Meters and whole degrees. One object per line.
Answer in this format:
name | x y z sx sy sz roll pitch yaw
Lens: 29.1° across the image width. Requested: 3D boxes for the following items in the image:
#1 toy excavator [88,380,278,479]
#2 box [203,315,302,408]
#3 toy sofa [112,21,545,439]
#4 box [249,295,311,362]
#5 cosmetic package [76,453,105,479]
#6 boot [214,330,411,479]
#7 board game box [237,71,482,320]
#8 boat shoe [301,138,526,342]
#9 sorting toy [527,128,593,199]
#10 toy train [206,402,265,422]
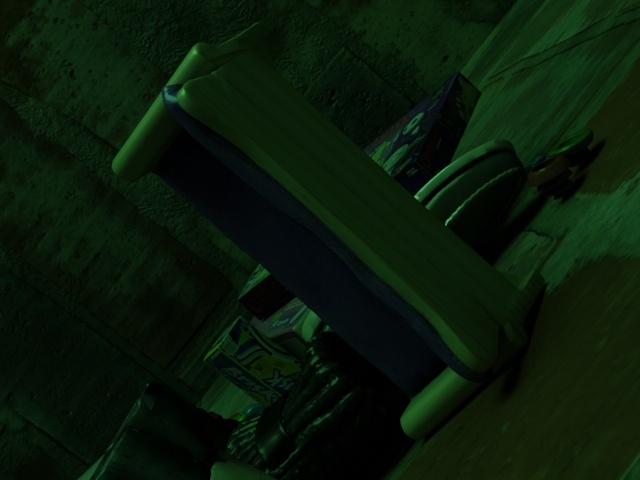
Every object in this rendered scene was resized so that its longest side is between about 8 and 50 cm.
toy excavator | -0.120 0.331 0.758 0.445 0.222 0.433 -60 3 -1
box | -0.053 0.167 1.476 0.054 0.169 0.059 -55 6 -32
toy sofa | 0.000 0.000 1.045 0.150 0.362 0.177 -48 0 34
box | 0.025 0.077 1.575 0.243 0.117 0.213 -53 13 -26
cosmetic package | -0.246 0.377 1.533 0.151 0.183 0.151 -41 6 5
boot | -0.034 0.196 1.250 0.260 0.131 0.348 -58 14 6
board game box | 0.045 -0.052 1.527 0.347 0.056 0.208 -38 11 39
boat shoe | 0.115 0.032 1.344 0.324 0.096 0.116 -47 -35 15
sorting toy | 0.247 -0.071 1.253 0.102 0.042 0.061 -40 12 -37
toy train | -0.098 0.257 1.750 0.143 0.105 0.248 -42 2 -11
